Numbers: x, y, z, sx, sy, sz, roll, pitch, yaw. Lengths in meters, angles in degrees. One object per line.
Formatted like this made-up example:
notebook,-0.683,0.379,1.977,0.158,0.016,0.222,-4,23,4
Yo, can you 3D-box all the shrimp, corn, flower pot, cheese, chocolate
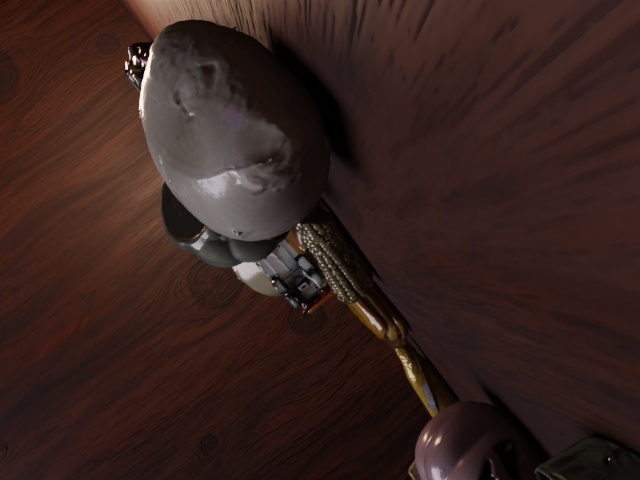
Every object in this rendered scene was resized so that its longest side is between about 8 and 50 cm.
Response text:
shrimp,-0.077,-0.096,1.220,0.152,0.062,0.287,81,165,-53
corn,0.028,0.021,1.078,0.211,0.087,0.087,61,173,-29
flower pot,-0.162,-0.070,1.083,0.195,0.246,0.246,4,-143,-46
cheese,-0.075,-0.089,0.561,0.198,0.154,0.189,50,-178,27
chocolate,0.246,0.330,1.433,0.219,0.085,0.085,54,177,-10

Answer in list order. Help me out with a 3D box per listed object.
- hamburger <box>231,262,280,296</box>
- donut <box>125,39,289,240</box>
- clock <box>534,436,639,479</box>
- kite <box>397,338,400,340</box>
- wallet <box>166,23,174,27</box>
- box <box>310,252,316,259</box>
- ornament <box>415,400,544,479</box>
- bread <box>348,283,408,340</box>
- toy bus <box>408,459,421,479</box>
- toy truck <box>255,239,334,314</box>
hamburger,-0.114,0.002,1.545,0.276,0.179,0.294,52,-153,-2
donut,-0.137,-0.161,0.839,0.345,0.136,0.259,51,175,2
clock,0.269,0.261,0.413,0.281,0.055,0.280,51,178,3
kite,0.275,0.349,1.799,0.368,0.014,0.406,54,176,-33
wallet,-0.190,-0.272,1.157,0.318,0.045,0.172,52,179,-30
box,0.000,0.000,1.280,0.084,0.069,0.122,52,178,-35
ornament,0.228,0.313,0.840,0.178,0.177,0.177,52,177,4
bread,0.109,0.138,1.294,0.200,0.077,0.116,50,169,24
toy bus,0.330,0.508,1.122,0.324,0.194,0.162,53,176,-21
toy truck,-0.077,0.045,1.348,0.270,0.114,0.135,49,-174,-16
